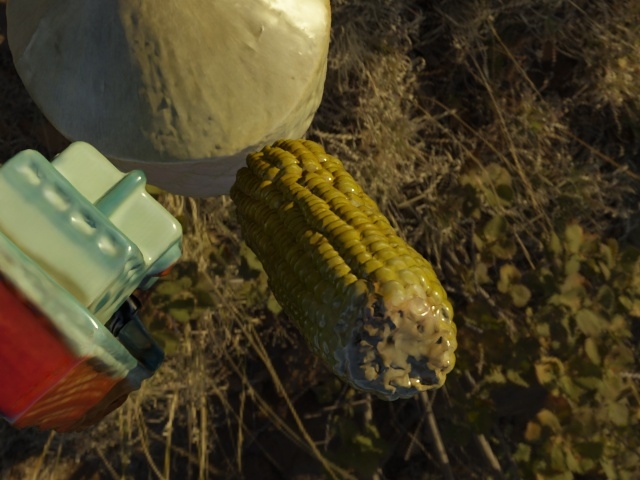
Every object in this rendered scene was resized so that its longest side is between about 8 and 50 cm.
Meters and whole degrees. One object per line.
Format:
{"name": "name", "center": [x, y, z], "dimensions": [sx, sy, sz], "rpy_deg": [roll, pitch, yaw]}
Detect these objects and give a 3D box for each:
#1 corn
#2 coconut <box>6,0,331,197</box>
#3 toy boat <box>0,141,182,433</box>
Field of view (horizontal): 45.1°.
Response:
{"name": "corn", "center": [0.000, 0.000, 0.502], "dimensions": [0.097, 0.320, 0.097], "rpy_deg": [-5, 111, -13]}
{"name": "coconut", "center": [-0.133, -0.197, 0.714], "dimensions": [0.329, 0.329, 0.329], "rpy_deg": [-4, 125, -6]}
{"name": "toy boat", "center": [-0.157, 0.032, 0.496], "dimensions": [0.145, 0.332, 0.133], "rpy_deg": [42, 74, 0]}
